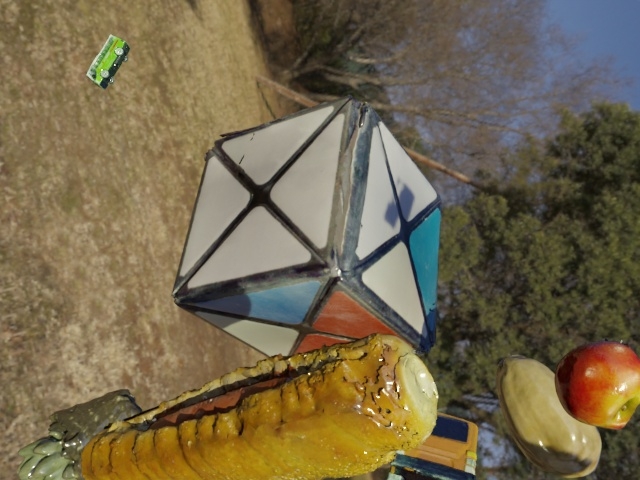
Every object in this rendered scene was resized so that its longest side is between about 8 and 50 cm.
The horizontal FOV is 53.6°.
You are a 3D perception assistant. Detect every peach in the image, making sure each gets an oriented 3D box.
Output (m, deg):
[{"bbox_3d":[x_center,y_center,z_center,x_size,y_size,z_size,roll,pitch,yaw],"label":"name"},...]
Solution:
[{"bbox_3d":[0.273,0.141,0.640,0.098,0.061,0.098,-171,-90,-69],"label":"peach"}]

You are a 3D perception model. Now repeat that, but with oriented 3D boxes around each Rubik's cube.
[{"bbox_3d":[0.000,0.000,0.995,0.307,0.305,0.310,39,48,-46],"label":"Rubik's cube"}]

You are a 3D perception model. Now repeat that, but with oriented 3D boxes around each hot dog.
[{"bbox_3d":[-0.058,0.133,0.423,0.083,0.289,0.068,62,29,-5],"label":"hot dog"}]

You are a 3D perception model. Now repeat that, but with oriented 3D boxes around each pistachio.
[{"bbox_3d":[0.313,0.239,0.879,0.185,0.126,0.108,56,-38,24],"label":"pistachio"}]

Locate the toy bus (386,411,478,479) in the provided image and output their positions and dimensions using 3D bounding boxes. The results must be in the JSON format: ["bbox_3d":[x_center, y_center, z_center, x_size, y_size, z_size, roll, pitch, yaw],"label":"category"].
[{"bbox_3d":[0.125,0.309,0.767,0.114,0.098,0.201,-61,159,-54],"label":"toy bus"}]

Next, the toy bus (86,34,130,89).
[{"bbox_3d":[-0.341,-0.286,1.020,0.083,0.037,0.031,-61,174,-7],"label":"toy bus"}]

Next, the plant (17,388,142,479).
[{"bbox_3d":[-0.354,0.321,0.967,0.132,0.195,0.129,33,-34,51],"label":"plant"}]
